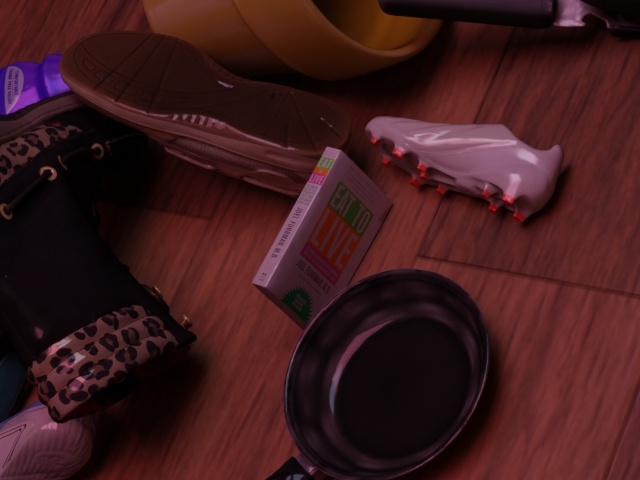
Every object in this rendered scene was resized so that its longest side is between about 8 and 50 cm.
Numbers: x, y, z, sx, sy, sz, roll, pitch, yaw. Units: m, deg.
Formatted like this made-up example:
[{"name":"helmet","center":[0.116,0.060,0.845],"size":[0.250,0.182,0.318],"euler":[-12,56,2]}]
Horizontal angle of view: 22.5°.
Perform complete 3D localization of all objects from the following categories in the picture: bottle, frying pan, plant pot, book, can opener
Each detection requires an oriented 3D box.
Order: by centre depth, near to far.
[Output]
[{"name":"frying pan","center":[0.032,0.173,1.359],"size":[0.197,0.053,0.326],"euler":[14,72,38]},{"name":"can opener","center":[0.192,-0.235,1.449],"size":[0.280,0.093,0.074],"euler":[5,72,10]},{"name":"book","center":[0.000,0.000,1.459],"size":[0.035,0.096,0.144],"euler":[17,72,38]},{"name":"plant pot","center":[-0.040,-0.266,1.575],"size":[0.239,0.254,0.254],"euler":[-16,52,44]},{"name":"bottle","center":[-0.333,-0.134,1.763],"size":[0.282,0.092,0.118],"euler":[-21,51,20]}]

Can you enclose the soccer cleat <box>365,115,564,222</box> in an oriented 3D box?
[{"name":"soccer cleat","center":[0.129,-0.079,1.452],"size":[0.196,0.068,0.076],"euler":[24,71,33]}]

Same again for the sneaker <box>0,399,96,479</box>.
[{"name":"sneaker","center":[-0.307,0.226,1.535],"size":[0.237,0.085,0.086],"euler":[-36,22,13]}]

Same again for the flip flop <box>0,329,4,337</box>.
[{"name":"flip flop","center":[-0.382,0.062,1.642],"size":[0.277,0.080,0.112],"euler":[-2,59,60]}]

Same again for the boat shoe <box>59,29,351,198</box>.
[{"name":"boat shoe","center":[-0.114,-0.113,1.544],"size":[0.302,0.098,0.109],"euler":[19,52,14]}]

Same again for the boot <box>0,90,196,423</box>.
[{"name":"boot","center":[-0.227,0.007,1.536],"size":[0.138,0.377,0.284],"euler":[-39,83,22]}]

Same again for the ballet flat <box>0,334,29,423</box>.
[{"name":"ballet flat","center":[-0.304,0.103,1.617],"size":[0.070,0.070,0.188],"euler":[23,72,40]}]
